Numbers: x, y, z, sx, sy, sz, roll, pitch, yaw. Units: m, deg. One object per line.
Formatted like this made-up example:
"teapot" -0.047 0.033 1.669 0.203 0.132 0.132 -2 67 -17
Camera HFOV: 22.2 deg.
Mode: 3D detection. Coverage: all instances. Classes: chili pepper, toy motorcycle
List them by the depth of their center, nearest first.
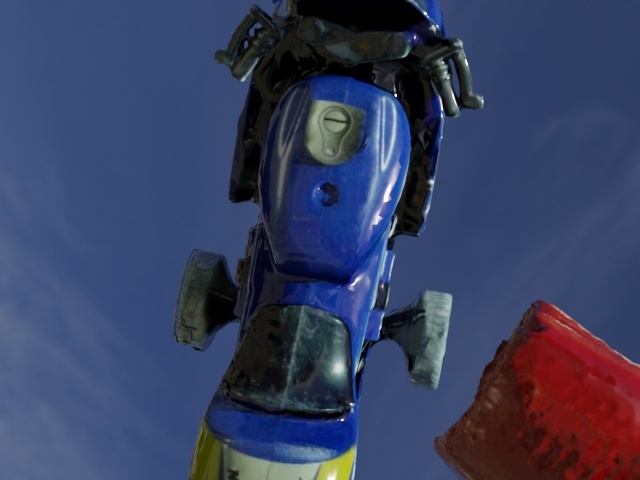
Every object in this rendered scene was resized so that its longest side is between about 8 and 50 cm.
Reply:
"toy motorcycle" 0.000 0.000 0.630 0.169 0.113 0.315 91 9 -71
"chili pepper" 0.238 0.179 1.006 0.338 0.134 0.131 35 -11 1
